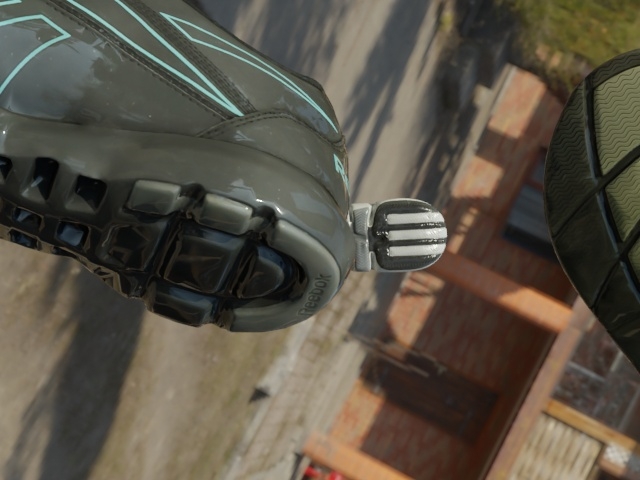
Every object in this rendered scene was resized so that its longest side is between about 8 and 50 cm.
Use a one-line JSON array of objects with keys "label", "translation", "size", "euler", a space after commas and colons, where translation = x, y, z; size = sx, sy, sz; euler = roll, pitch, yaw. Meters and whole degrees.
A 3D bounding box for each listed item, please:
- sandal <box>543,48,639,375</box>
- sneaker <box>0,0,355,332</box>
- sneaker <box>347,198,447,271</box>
[{"label": "sandal", "translation": [0.225, 0.025, 0.667], "size": [0.120, 0.303, 0.086], "euler": [-17, -159, 28]}, {"label": "sneaker", "translation": [-0.112, -0.052, 0.407], "size": [0.101, 0.267, 0.106], "euler": [124, -17, -48]}, {"label": "sneaker", "translation": [0.000, 0.000, 1.037], "size": [0.132, 0.228, 0.086], "euler": [18, 76, -88]}]
